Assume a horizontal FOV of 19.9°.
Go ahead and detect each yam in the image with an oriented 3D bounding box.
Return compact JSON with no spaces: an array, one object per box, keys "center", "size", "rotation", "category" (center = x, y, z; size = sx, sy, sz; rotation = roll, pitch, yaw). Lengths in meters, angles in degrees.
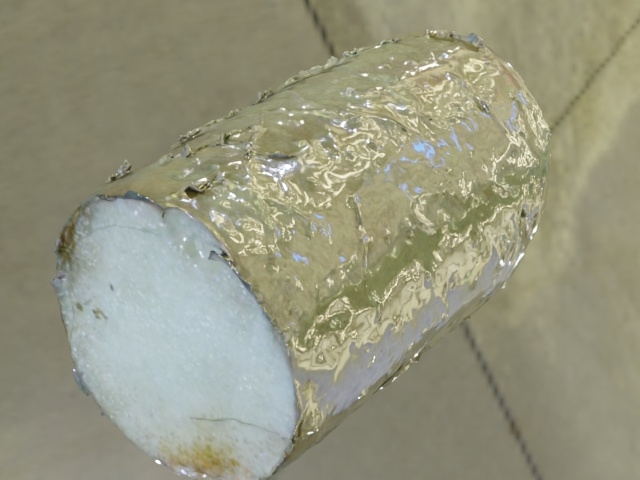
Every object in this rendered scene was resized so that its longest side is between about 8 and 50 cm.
[{"center":[0.000,0.000,0.958],"size":[0.304,0.168,0.168],"rotation":[-33,112,-53],"category":"yam"}]
